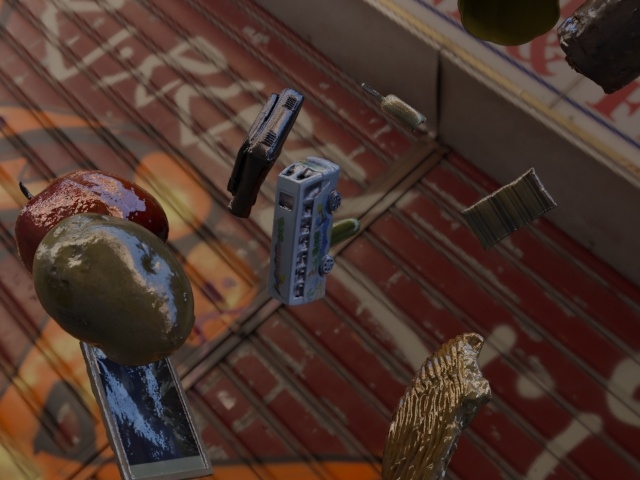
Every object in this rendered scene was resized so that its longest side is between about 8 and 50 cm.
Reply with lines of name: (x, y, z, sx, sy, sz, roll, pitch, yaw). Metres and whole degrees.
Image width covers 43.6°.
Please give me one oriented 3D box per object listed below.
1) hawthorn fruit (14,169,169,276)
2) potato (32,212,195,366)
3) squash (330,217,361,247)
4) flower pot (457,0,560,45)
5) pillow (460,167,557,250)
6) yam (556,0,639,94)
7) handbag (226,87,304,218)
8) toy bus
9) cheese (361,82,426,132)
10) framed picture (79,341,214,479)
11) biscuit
hawthorn fruit: (-0.438, -0.028, 1.452, 0.300, 0.254, 0.254, 40, -16, 10)
potato: (-0.269, 0.063, 1.057, 0.235, 0.178, 0.160, 45, -21, 16)
squash: (0.000, 0.000, 2.278, 0.066, 0.252, 0.066, 62, -4, 8)
flower pot: (0.367, -0.507, 1.544, 0.195, 0.179, 0.195, 8, -29, 5)
pillow: (0.446, -0.074, 1.895, 0.113, 0.203, 0.038, 59, 2, 7)
yam: (0.403, -0.288, 0.903, 0.131, 0.131, 0.279, 48, -52, 0)
handbag: (-0.137, -0.210, 1.902, 0.088, 0.275, 0.244, 22, -41, -3)
toy bus: (-0.041, -0.018, 1.803, 0.109, 0.136, 0.330, 25, -61, 38)
cheese: (0.169, -0.311, 1.857, 0.171, 0.047, 0.092, 40, 8, 29)
framed picture: (-0.308, 0.299, 1.417, 0.209, 0.019, 0.281, 10, 48, -55)
biscuit: (0.128, 0.224, 0.922, 0.031, 0.229, 0.176, 28, -41, -19)
